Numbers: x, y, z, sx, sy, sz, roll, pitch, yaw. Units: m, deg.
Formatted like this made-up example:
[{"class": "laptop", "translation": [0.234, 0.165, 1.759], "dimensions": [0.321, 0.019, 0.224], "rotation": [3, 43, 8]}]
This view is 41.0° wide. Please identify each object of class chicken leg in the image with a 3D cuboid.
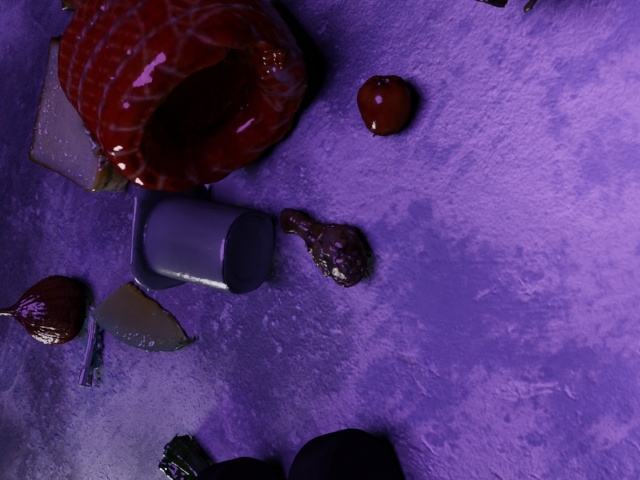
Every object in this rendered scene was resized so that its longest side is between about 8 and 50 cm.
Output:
[{"class": "chicken leg", "translation": [0.002, -0.001, 1.358], "dimensions": [0.198, 0.069, 0.084], "rotation": [36, 139, 39]}]

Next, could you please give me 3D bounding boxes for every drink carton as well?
[{"class": "drink carton", "translation": [-0.189, 0.007, 1.451], "dimensions": [0.190, 0.185, 0.190], "rotation": [11, 99, 27]}]

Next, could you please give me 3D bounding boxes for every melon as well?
[{"class": "melon", "translation": [-0.334, 0.157, 1.662], "dimensions": [0.262, 0.053, 0.113], "rotation": [20, 87, 33]}]

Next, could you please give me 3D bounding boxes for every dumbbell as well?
[{"class": "dumbbell", "translation": [-0.047, 0.421, 1.331], "dimensions": [0.323, 0.204, 0.203], "rotation": [-24, 78, 37]}]

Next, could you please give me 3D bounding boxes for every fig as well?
[{"class": "fig", "translation": [-0.590, 0.138, 1.760], "dimensions": [0.134, 0.201, 0.146], "rotation": [5, 85, 58]}]

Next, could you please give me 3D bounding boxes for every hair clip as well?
[{"class": "hair clip", "translation": [-0.476, 0.218, 1.770], "dimensions": [0.049, 0.049, 0.172], "rotation": [14, 96, 38]}]

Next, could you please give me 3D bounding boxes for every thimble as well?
[{"class": "thimble", "translation": [-0.211, -0.258, 1.339], "dimensions": [0.350, 0.350, 0.230], "rotation": [-50, 60, 30]}]

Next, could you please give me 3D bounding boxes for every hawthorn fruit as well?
[{"class": "hawthorn fruit", "translation": [0.094, -0.194, 1.261], "dimensions": [0.081, 0.081, 0.093], "rotation": [23, 137, 36]}]

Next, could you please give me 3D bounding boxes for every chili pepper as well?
[{"class": "chili pepper", "translation": [-0.198, 0.447, 1.551], "dimensions": [0.227, 0.059, 0.088], "rotation": [32, 108, 31]}]

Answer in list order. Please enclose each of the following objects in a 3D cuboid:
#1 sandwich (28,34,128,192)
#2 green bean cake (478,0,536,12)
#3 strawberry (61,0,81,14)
[{"class": "sandwich", "translation": [-0.456, -0.247, 1.688], "dimensions": [0.249, 0.095, 0.273], "rotation": [29, 112, 34]}, {"class": "green bean cake", "translation": [0.224, -0.471, 1.039], "dimensions": [0.202, 0.285, 0.309], "rotation": [16, 128, 14]}, {"class": "strawberry", "translation": [-0.344, -0.515, 1.506], "dimensions": [0.277, 0.257, 0.257], "rotation": [-22, 78, 16]}]
